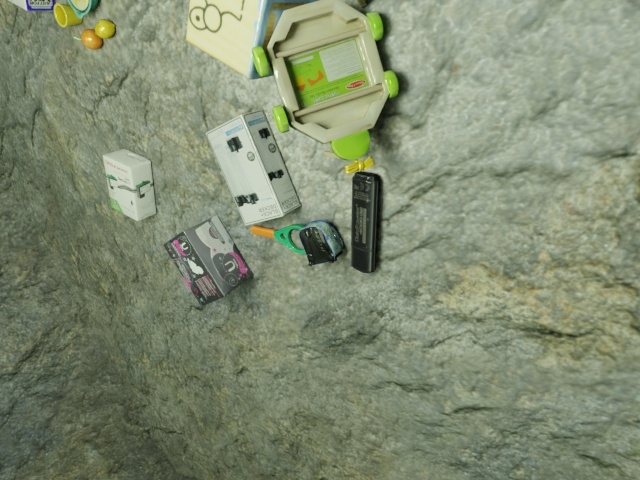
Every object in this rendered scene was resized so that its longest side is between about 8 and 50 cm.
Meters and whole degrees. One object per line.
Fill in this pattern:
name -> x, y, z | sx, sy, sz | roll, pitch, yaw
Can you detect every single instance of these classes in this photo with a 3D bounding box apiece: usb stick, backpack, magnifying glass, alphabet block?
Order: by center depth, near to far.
alphabet block -> -0.151, -0.495, 0.911 | 0.197, 0.193, 0.192 | 36, 128, 15
usb stick -> 0.114, -0.040, 1.068 | 0.077, 0.045, 0.278 | 20, 125, 35
backpack -> 0.000, 0.000, 1.144 | 0.105, 0.084, 0.114 | -12, 112, 39
magnifying glass -> -0.118, -0.016, 1.264 | 0.231, 0.026, 0.092 | 10, 120, 29

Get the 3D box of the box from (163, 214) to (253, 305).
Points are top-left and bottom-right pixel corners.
box -> -0.373, 0.066, 1.396 | 0.142, 0.163, 0.247 | -23, 99, 38

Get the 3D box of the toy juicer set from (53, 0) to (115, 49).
toy juicer set -> -0.709, -0.731, 1.252 | 0.329, 0.089, 0.209 | -36, 90, 42

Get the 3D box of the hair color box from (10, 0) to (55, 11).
hair color box -> -0.966, -0.941, 1.311 | 0.185, 0.110, 0.339 | 32, 127, 16

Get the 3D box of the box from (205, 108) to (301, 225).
box -> -0.189, -0.200, 1.169 | 0.169, 0.087, 0.290 | -9, 109, 39

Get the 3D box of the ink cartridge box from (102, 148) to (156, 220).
ink cartridge box -> -0.707, -0.208, 1.533 | 0.160, 0.092, 0.219 | 23, 126, 23

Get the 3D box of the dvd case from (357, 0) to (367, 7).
dvd case -> 0.039, -0.528, 0.744 | 0.018, 0.221, 0.164 | -18, 104, 19

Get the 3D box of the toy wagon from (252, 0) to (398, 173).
toy wagon -> 0.025, -0.307, 0.859 | 0.068, 0.267, 0.344 | -141, 32, -76

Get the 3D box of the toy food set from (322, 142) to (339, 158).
toy food set -> 0.038, -0.303, 0.972 | 0.128, 0.071, 0.218 | 12, 121, 59
